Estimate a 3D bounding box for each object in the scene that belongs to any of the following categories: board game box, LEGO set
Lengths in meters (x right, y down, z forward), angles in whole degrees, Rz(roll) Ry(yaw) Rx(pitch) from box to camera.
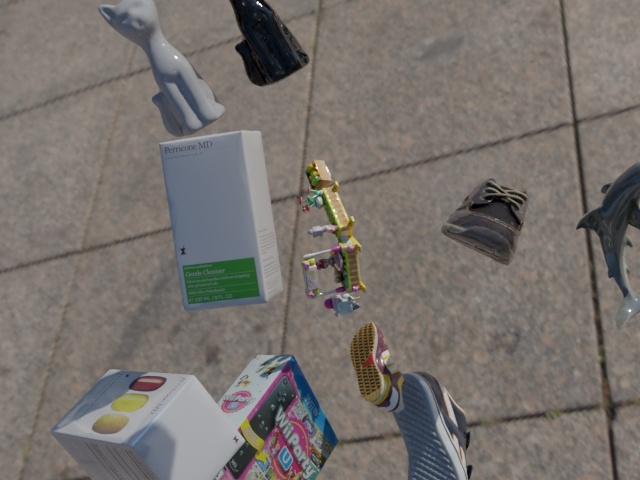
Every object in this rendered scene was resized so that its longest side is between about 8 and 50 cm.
[{"bbox_3d":[-0.111,0.385,1.723,0.097,0.224,0.303,-7,31,36],"label":"board game box"},{"bbox_3d":[0.000,0.000,1.713,0.107,0.287,0.132,-14,3,-14],"label":"LEGO set"}]

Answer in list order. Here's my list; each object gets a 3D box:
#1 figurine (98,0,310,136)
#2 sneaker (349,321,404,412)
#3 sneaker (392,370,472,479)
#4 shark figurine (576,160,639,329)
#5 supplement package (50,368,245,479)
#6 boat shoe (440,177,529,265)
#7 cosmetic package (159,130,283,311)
[{"bbox_3d":[-0.157,-0.271,1.257,0.214,0.210,0.092,-31,13,1],"label":"figurine"},{"bbox_3d":[0.108,0.235,1.756,0.069,0.084,0.186,-36,36,27],"label":"sneaker"},{"bbox_3d":[0.229,0.404,1.825,0.126,0.127,0.321,-18,79,33],"label":"sneaker"},{"bbox_3d":[0.495,-0.001,1.646,0.116,0.279,0.166,-6,11,-21],"label":"shark figurine"},{"bbox_3d":[-0.251,0.281,1.379,0.244,0.134,0.139,-7,34,49],"label":"supplement package"},{"bbox_3d":[0.291,-0.046,1.676,0.132,0.355,0.130,26,95,1],"label":"boat shoe"},{"bbox_3d":[-0.211,-0.046,2.071,0.196,0.366,0.155,-8,6,13],"label":"cosmetic package"}]
